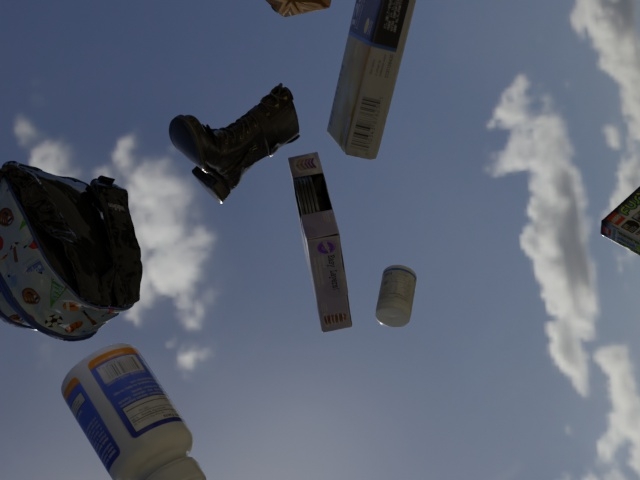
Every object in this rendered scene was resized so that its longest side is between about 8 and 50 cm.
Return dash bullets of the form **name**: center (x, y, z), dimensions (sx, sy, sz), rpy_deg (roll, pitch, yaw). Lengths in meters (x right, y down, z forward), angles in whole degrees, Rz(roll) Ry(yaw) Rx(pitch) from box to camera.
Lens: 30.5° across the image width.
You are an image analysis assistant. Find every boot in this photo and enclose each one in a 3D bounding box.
- **boot**: center (-0.146, -0.206, 2.128), dimensions (0.229, 0.091, 0.263), rpy_deg (-43, -28, -11)

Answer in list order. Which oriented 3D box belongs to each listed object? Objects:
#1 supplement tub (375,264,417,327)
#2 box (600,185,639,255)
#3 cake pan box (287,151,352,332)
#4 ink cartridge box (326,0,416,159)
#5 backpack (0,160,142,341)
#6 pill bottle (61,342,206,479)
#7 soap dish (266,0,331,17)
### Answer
- **supplement tub**: center (0.147, 0.107, 2.278), dimensions (0.071, 0.071, 0.107), rpy_deg (61, -148, -44)
- **box**: center (0.587, -0.054, 2.000), dimensions (0.207, 0.114, 0.036), rpy_deg (-38, -38, -25)
- **cake pan box**: center (0.000, 0.000, 2.233), dimensions (0.245, 0.070, 0.266), rpy_deg (-106, 5, -45)
- **ink cartridge box**: center (0.079, -0.322, 2.105), dimensions (0.307, 0.072, 0.303), rpy_deg (-126, 47, -71)
- **backpack**: center (-0.415, 0.029, 1.821), dimensions (0.263, 0.213, 0.277), rpy_deg (55, -157, 22)
- **pill bottle**: center (-0.306, 0.318, 1.956), dimensions (0.272, 0.152, 0.152), rpy_deg (53, -170, 24)
- **soap dish**: center (-0.074, -0.502, 1.841), dimensions (0.229, 0.118, 0.290), rpy_deg (39, -145, -28)
